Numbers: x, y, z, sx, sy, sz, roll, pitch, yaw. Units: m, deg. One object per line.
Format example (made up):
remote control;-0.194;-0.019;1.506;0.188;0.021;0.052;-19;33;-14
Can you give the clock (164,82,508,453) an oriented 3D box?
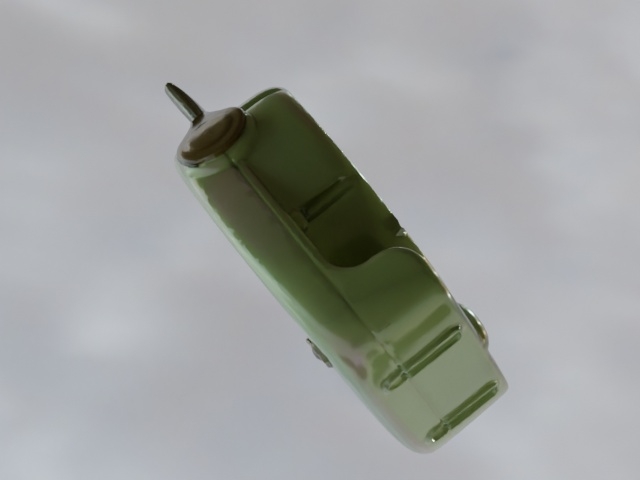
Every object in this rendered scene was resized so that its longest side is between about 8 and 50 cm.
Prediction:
clock;0.000;0.000;1.504;0.348;0.117;0.286;51;179;29
